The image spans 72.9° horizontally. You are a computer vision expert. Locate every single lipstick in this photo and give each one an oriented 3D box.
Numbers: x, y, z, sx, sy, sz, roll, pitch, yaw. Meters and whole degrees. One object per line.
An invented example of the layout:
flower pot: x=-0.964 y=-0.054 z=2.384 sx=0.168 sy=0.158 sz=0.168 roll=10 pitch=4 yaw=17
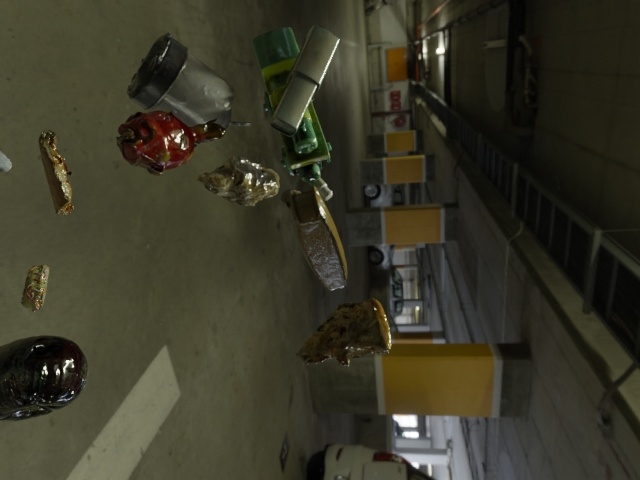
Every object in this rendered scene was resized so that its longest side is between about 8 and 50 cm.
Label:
lipstick: x=-0.039 y=-0.366 z=1.003 sx=0.252 sy=0.077 sz=0.079 roll=-69 pitch=-164 yaw=-13

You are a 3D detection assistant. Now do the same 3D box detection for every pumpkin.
pumpkin: x=-0.667 y=0.316 z=1.000 sx=0.233 sy=0.233 sz=0.163 roll=68 pitch=1 yaw=-62

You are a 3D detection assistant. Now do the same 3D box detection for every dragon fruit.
dragon fruit: x=-0.303 y=-0.214 z=0.913 sx=0.246 sy=0.125 sz=0.125 roll=-28 pitch=102 yaw=-37

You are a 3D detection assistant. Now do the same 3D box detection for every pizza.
pizza: x=0.057 y=0.266 z=1.228 sx=0.071 sy=0.297 sz=0.189 roll=41 pitch=38 yaw=-43
pizza: x=-0.767 y=-0.187 z=1.266 sx=0.056 sy=0.134 sz=0.271 roll=-23 pitch=124 yaw=-40

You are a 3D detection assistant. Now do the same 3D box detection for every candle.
candle: x=-0.316 y=-0.358 z=1.119 sx=0.330 sy=0.187 sz=0.187 roll=32 pitch=49 yaw=-39

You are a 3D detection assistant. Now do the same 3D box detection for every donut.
donut: x=-1.016 y=0.167 z=1.546 sx=0.175 sy=0.068 sz=0.174 roll=-25 pitch=-120 yaw=56

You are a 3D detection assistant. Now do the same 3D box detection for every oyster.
oyster: x=-0.255 y=-0.209 z=1.489 sx=0.341 sy=0.110 sz=0.166 roll=13 pitch=59 yaw=-45

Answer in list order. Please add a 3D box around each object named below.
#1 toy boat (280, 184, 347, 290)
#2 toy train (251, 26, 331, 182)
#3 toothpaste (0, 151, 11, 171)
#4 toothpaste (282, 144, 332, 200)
toy boat: x=0.000 y=0.000 z=0.977 sx=0.321 sy=0.089 sz=0.121 roll=66 pitch=9 yaw=-47
toy train: x=-0.071 y=-0.341 z=1.156 sx=0.237 sy=0.150 sz=0.368 roll=74 pitch=-2 yaw=-71
toothpaste: x=-1.065 y=-0.287 z=1.386 sx=0.089 sy=0.057 sz=0.234 roll=60 pitch=-20 yaw=5
toothpaste: x=-0.060 y=-0.289 z=1.773 sx=0.314 sy=0.058 sz=0.056 roll=49 pitch=23 yaw=18
